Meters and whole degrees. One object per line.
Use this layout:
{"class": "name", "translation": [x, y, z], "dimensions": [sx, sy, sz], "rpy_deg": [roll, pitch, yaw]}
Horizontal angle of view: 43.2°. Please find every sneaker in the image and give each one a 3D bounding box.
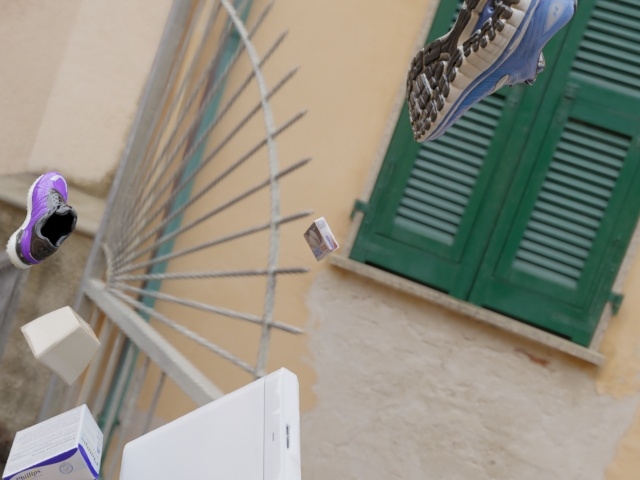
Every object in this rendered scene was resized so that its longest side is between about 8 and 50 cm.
{"class": "sneaker", "translation": [-0.646, -0.063, 1.970], "dimensions": [0.146, 0.293, 0.102], "rpy_deg": [-19, -45, 24]}
{"class": "sneaker", "translation": [0.232, -0.237, 1.122], "dimensions": [0.147, 0.130, 0.330], "rpy_deg": [5, -27, -24]}

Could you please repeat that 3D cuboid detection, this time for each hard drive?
{"class": "hard drive", "translation": [-0.181, 0.364, 1.243], "dimensions": [0.047, 0.353, 0.233], "rpy_deg": [39, 33, -36]}

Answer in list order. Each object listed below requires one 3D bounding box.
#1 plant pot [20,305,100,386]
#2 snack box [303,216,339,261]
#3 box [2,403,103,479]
{"class": "plant pot", "translation": [-0.490, 0.193, 1.550], "dimensions": [0.109, 0.096, 0.109], "rpy_deg": [42, -11, 45]}
{"class": "snack box", "translation": [0.000, 0.000, 1.539], "dimensions": [0.064, 0.022, 0.178], "rpy_deg": [61, -10, 3]}
{"class": "box", "translation": [-0.428, 0.348, 1.306], "dimensions": [0.126, 0.072, 0.137], "rpy_deg": [-23, 20, -2]}
